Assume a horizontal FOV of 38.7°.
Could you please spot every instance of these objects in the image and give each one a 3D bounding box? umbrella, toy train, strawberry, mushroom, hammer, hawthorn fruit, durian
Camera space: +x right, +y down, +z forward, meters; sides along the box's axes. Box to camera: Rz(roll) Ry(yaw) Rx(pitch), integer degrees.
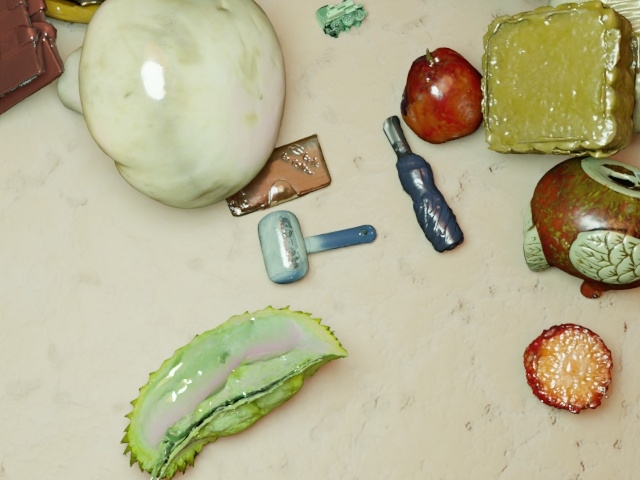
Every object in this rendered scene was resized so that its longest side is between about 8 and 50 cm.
[{"bbox_3d":[0.156,-0.092,1.494,0.071,0.071,0.248,-26,78,-12],"label":"umbrella"},{"bbox_3d":[0.037,-0.381,1.551,0.083,0.033,0.053,-28,79,-12],"label":"toy train"},{"bbox_3d":[0.390,0.202,1.444,0.145,0.086,0.145,2,76,-7],"label":"strawberry"},{"bbox_3d":[-0.214,-0.240,1.335,0.353,0.325,0.353,4,64,-8],"label":"mushroom"},{"bbox_3d":[0.000,0.000,1.454,0.194,0.069,0.116,-11,79,-18],"label":"hammer"},{"bbox_3d":[0.195,-0.241,1.474,0.148,0.172,0.148,-11,52,14],"label":"hawthorn fruit"},{"bbox_3d":[-0.136,0.209,1.327,0.352,0.169,0.158,-32,94,0],"label":"durian"}]

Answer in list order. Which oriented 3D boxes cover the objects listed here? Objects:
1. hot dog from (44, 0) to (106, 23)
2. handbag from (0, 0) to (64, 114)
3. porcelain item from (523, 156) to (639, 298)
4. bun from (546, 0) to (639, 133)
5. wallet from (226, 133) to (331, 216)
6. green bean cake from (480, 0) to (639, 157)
[{"bbox_3d":[-0.420,-0.442,1.473,0.326,0.107,0.194,37,66,11],"label":"hot dog"},{"bbox_3d":[-0.527,-0.308,1.369,0.276,0.084,0.260,-24,81,24],"label":"handbag"},{"bbox_3d":[0.444,-0.004,1.454,0.253,0.253,0.252,2,78,-7],"label":"porcelain item"},{"bbox_3d":[0.553,-0.332,1.501,0.361,0.213,0.361,-6,75,23],"label":"bun"},{"bbox_3d":[-0.074,-0.105,1.481,0.176,0.026,0.095,-18,83,-10],"label":"wallet"},{"bbox_3d":[0.370,-0.240,1.408,0.224,0.131,0.229,2,94,36],"label":"green bean cake"}]
